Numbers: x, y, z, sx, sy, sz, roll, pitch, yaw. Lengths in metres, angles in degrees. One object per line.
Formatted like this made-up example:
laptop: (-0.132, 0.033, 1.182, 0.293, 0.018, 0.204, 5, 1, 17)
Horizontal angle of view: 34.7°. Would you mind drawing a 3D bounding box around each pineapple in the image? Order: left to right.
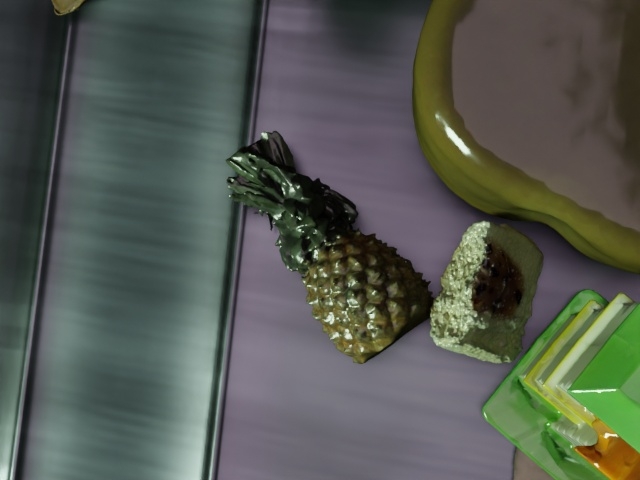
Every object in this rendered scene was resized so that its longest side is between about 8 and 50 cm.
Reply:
pineapple: (0.000, 0.000, 0.646, 0.074, 0.074, 0.159, -39, 79, 2)

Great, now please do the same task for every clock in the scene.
clock: (0.203, 0.124, 0.509, 0.220, 0.255, 0.106, 40, 89, 8)

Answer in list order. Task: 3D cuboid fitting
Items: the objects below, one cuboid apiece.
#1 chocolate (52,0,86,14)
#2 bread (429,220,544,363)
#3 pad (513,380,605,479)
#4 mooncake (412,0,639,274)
chocolate: (-0.173, -0.208, 0.698, 0.064, 0.031, 0.100, -35, 81, 41)
bread: (0.105, 0.033, 0.632, 0.035, 0.070, 0.083, 9, 78, 46)
pad: (0.174, 0.174, 0.639, 0.113, 0.006, 0.187, 4, 85, 6)
mooncake: (0.179, -0.103, 0.608, 0.235, 0.117, 0.234, -1, 83, 5)
